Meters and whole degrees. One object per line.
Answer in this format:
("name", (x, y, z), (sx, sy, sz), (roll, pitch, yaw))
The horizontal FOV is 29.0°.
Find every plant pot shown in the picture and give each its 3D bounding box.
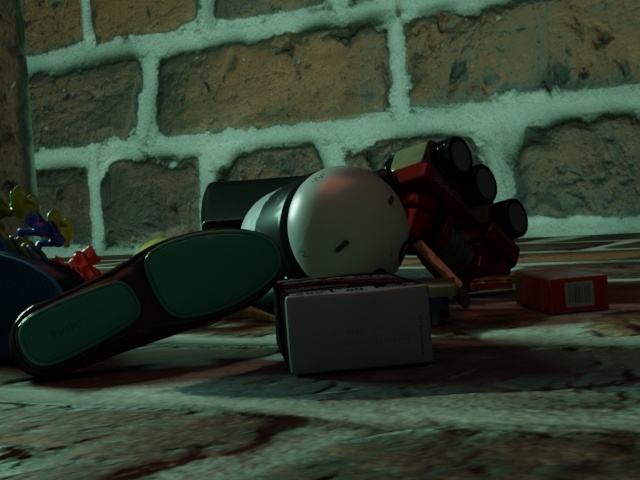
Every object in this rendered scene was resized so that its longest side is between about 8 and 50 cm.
("plant pot", (-0.113, 0.004, 2.088), (0.188, 0.187, 0.167), (-3, 14, 12))

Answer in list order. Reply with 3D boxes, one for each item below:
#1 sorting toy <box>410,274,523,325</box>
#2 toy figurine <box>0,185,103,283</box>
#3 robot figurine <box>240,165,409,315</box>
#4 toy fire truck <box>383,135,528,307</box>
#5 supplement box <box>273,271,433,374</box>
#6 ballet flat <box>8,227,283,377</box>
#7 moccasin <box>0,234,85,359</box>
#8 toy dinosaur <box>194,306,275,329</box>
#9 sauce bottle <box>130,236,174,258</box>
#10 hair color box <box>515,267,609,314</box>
("sorting toy", (0.100, 0.072, 1.431), (0.274, 0.046, 0.132), (-4, 2, 5))
("toy figurine", (-0.427, 0.060, 1.578), (0.217, 0.191, 0.362), (-39, -24, 3))
("robot figurine", (0.000, 0.003, 1.617), (0.173, 0.209, 0.278), (8, -14, -26))
("toy fire truck", (0.180, 0.010, 1.668), (0.158, 0.246, 0.217), (-15, -46, 40))
("supplement box", (0.024, 0.074, 1.192), (0.130, 0.073, 0.239), (-5, 1, -6))
("ballet flat", (-0.175, 0.059, 1.231), (0.280, 0.095, 0.096), (-19, -11, -16))
("moccasin", (-0.361, 0.062, 1.382), (0.342, 0.138, 0.116), (-1, 5, 41))
("toy dinosaur", (-0.146, 0.085, 1.535), (0.211, 0.112, 0.064), (-5, -40, -13))
("sauce bottle", (-0.191, 0.052, 1.763), (0.111, 0.111, 0.344), (-5, 4, -20))
("hair color box", (0.287, 0.059, 1.483), (0.072, 0.043, 0.141), (-4, 3, -7))
